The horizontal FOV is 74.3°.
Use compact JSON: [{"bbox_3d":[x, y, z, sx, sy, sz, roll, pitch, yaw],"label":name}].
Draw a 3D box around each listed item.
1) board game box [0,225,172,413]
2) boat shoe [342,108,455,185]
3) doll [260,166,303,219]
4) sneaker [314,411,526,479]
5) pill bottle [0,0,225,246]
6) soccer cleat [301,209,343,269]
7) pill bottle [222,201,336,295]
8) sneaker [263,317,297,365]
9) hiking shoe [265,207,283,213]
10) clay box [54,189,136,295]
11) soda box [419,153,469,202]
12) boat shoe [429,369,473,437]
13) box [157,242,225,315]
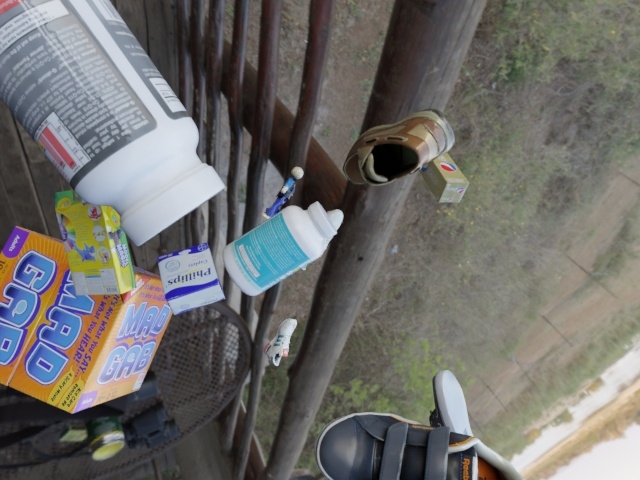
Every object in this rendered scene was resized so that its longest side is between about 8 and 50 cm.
[{"bbox_3d":[-0.677,0.217,1.202,0.356,0.356,0.357,83,28,-79],"label":"board game box"},{"bbox_3d":[0.133,-0.180,0.906,0.120,0.123,0.324,-43,-168,-24],"label":"boat shoe"},{"bbox_3d":[-0.112,-0.145,1.309,0.189,0.046,0.129,-55,176,0],"label":"doll"},{"bbox_3d":[0.154,0.338,0.639,0.320,0.126,0.127,12,157,-4],"label":"sneaker"},{"bbox_3d":[-0.323,-0.185,0.646,0.210,0.210,0.363,-34,103,0],"label":"pill bottle"},{"bbox_3d":[0.000,0.000,1.170,0.196,0.076,0.068,-47,134,11],"label":"soccer cleat"},{"bbox_3d":[-0.094,0.013,1.028,0.264,0.146,0.146,-31,143,9],"label":"pill bottle"},{"bbox_3d":[-0.111,0.315,1.304,0.057,0.075,0.161,19,111,-44],"label":"sneaker"},{"bbox_3d":[-0.069,-0.048,1.360,0.114,0.226,0.086,60,45,-70],"label":"hiking shoe"},{"bbox_3d":[-0.472,0.002,0.884,0.127,0.222,0.053,-4,-170,20],"label":"clay box"},{"bbox_3d":[0.293,-0.172,1.044,0.058,0.181,0.061,0,134,-14],"label":"soda box"},{"bbox_3d":[0.259,0.376,0.862,0.076,0.229,0.080,-16,-174,40],"label":"boat shoe"},{"bbox_3d":[-0.313,0.090,1.021,0.126,0.137,0.072,-18,143,-14],"label":"box"}]
